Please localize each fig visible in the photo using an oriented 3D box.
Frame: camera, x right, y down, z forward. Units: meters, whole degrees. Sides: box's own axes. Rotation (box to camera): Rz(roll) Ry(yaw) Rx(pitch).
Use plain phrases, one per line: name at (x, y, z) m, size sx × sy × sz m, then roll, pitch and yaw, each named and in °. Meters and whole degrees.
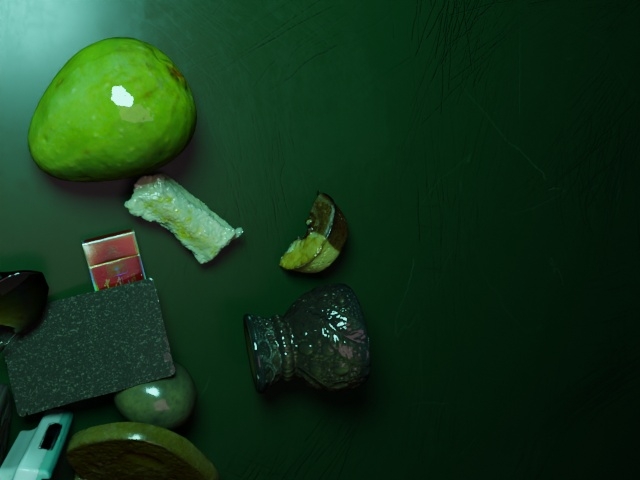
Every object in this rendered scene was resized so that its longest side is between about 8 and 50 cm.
fig at (-0.402, -0.230, 1.071) m, size 0.326 × 0.258 × 0.258 m, roll -34°, pitch 115°, yaw 2°

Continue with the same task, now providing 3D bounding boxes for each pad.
pad at (-0.494, 0.223, 1.179) m, size 0.330 × 0.004 × 0.220 m, roll -13°, pitch 87°, yaw -8°

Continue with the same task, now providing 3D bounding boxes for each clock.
clock at (-0.603, 0.498, 1.130) m, size 0.116 × 0.262 × 0.231 m, roll 15°, pitch 94°, yaw -18°

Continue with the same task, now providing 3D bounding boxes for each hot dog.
hot dog at (-0.716, 0.141, 1.083) m, size 0.326 × 0.107 × 0.194 m, roll -5°, pitch 113°, yaw -35°

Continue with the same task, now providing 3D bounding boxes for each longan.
longan at (-0.372, 0.348, 1.259) m, size 0.187 × 0.167 × 0.167 m, roll 15°, pitch 95°, yaw -20°

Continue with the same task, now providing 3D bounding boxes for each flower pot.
flower pot at (-0.043, 0.251, 1.361) m, size 0.267 × 0.266 × 0.266 m, roll -8°, pitch 105°, yaw -13°

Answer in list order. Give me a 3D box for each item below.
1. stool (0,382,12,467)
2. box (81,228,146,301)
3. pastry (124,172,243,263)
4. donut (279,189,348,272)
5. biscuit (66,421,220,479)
stool at (-0.713, 0.404, 1.059) m, size 0.178 × 0.272 × 0.272 m, roll 11°, pitch 97°, yaw -18°
box at (-0.446, 0.072, 1.226) m, size 0.112 × 0.048 × 0.175 m, roll -16°, pitch 108°, yaw -22°
pastry at (-0.310, -0.050, 1.243) m, size 0.258 × 0.089 × 0.121 m, roll 38°, pitch 87°, yaw -27°
donut at (-0.002, 0.001, 1.390) m, size 0.085 × 0.141 × 0.217 m, roll 33°, pitch 91°, yaw -36°
biscuit at (-0.411, 0.519, 1.270) m, size 0.314 × 0.063 × 0.367 m, roll -14°, pitch 131°, yaw 14°
